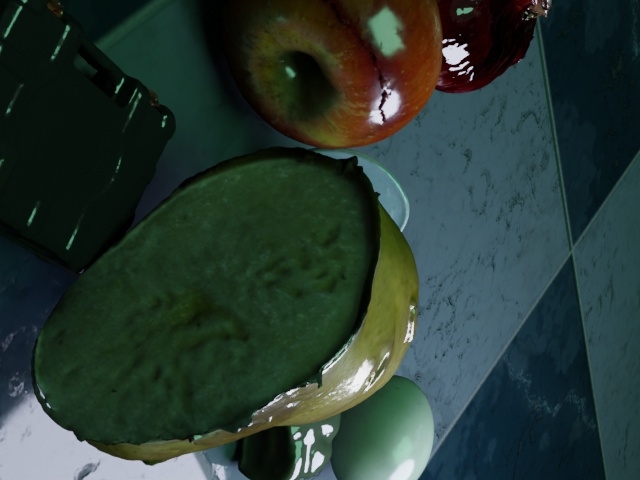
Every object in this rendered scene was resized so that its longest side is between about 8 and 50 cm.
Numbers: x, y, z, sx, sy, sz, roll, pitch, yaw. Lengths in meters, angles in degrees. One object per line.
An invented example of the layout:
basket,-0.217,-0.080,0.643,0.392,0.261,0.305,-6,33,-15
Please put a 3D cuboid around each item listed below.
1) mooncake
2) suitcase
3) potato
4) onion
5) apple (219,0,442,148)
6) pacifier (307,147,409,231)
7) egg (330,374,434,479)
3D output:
mooncake,-0.049,0.237,1.384,0.168,0.104,0.175,-49,133,-25
suitcase,-0.257,-0.097,0.989,0.206,0.066,0.285,-67,153,-11
potato,-0.053,0.118,1.089,0.397,0.289,0.296,-51,146,-22
onion,0.205,-0.351,1.424,0.314,0.232,0.314,-24,121,-49
apple,0.020,-0.240,1.198,0.272,0.251,0.206,52,53,-18
pacifier,0.000,0.000,1.345,0.207,0.227,0.279,-77,168,-67
egg,0.092,0.292,1.546,0.149,0.149,0.192,52,53,-47
